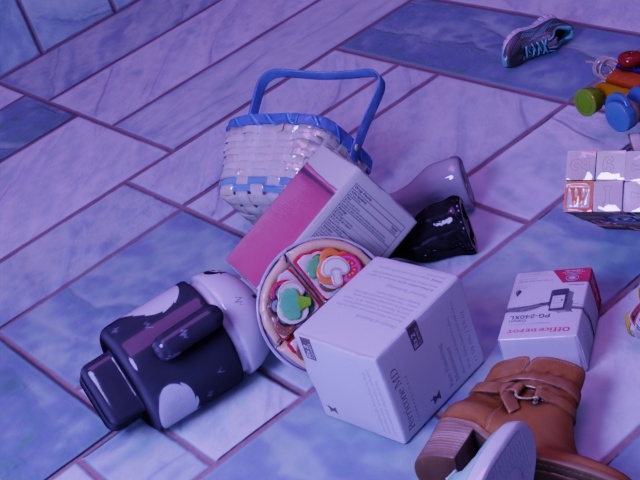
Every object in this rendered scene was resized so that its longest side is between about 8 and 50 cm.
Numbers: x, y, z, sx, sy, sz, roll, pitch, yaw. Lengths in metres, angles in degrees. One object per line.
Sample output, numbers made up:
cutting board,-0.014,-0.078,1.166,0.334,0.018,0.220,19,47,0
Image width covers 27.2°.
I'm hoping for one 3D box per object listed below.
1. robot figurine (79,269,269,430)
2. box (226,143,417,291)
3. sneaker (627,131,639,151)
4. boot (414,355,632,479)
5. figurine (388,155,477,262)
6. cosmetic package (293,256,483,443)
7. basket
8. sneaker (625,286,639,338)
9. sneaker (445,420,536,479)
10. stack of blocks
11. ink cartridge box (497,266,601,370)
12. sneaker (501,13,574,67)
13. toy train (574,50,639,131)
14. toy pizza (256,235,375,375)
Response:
robot figurine,-0.205,0.156,1.892,0.278,0.173,0.209,-31,32,-17
box,0.000,0.000,1.967,0.232,0.148,0.127,-50,34,-1
sneaker,0.525,-0.126,2.015,0.086,0.064,0.192,-18,27,14
boot,0.276,0.233,1.574,0.283,0.109,0.220,0,30,38
figurine,0.133,-0.035,2.093,0.209,0.092,0.215,-16,29,15
cosmetic package,0.093,0.142,1.760,0.151,0.151,0.184,13,45,43
basket,-0.038,-0.166,2.253,0.255,0.201,0.289,5,70,35
sneaker,0.468,0.051,1.746,0.093,0.088,0.225,-1,32,39
sneaker,0.122,0.289,1.428,0.151,0.094,0.256,9,55,45
stack of blocks,0.506,-0.067,1.819,0.297,0.087,0.171,2,-8,32
ink cartridge box,0.308,0.108,1.772,0.109,0.063,0.150,-5,33,24
sneaker,0.410,-0.374,2.492,0.166,0.065,0.076,-37,38,-23
toy train,0.473,-0.245,2.177,0.143,0.105,0.248,-23,29,-26
toy pizza,0.011,0.092,1.859,0.201,0.201,0.032,-28,-1,-12
